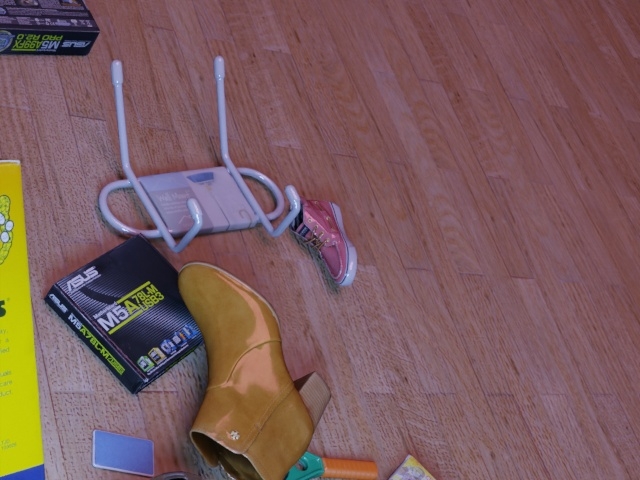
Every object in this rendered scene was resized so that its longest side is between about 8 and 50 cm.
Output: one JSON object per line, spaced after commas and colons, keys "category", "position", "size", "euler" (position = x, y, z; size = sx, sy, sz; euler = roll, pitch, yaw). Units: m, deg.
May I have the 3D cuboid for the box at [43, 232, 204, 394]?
{"category": "box", "position": [-0.254, 0.097, 1.684], "size": [0.184, 0.045, 0.190], "euler": [48, 39, 6]}

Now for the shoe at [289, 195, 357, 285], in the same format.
{"category": "shoe", "position": [0.000, 0.000, 1.966], "size": [0.081, 0.063, 0.178], "euler": [12, 41, -27]}

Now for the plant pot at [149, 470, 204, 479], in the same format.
{"category": "plant pot", "position": [-0.186, 0.357, 1.391], "size": [0.167, 0.165, 0.167], "euler": [21, 42, -20]}

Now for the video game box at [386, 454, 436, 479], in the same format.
{"category": "video game box", "position": [0.145, 0.424, 1.679], "size": [0.205, 0.048, 0.187], "euler": [45, 41, 7]}

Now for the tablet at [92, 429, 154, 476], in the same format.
{"category": "tablet", "position": [-0.251, 0.271, 1.549], "size": [0.083, 0.006, 0.054], "euler": [17, 44, -26]}

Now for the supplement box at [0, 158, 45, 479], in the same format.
{"category": "supplement box", "position": [-0.434, 0.094, 1.281], "size": [0.195, 0.194, 0.357], "euler": [-11, 103, -43]}

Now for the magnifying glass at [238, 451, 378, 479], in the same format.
{"category": "magnifying glass", "position": [-0.022, 0.312, 1.678], "size": [0.231, 0.026, 0.092], "euler": [9, 47, -29]}

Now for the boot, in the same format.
{"category": "boot", "position": [-0.122, 0.181, 1.612], "size": [0.295, 0.104, 0.211], "euler": [47, 41, -5]}

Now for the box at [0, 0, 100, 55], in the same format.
{"category": "box", "position": [-0.515, -0.394, 1.941], "size": [0.270, 0.060, 0.216], "euler": [-7, 57, -42]}

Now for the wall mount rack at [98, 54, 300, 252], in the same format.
{"category": "wall mount rack", "position": [-0.192, -0.132, 1.885], "size": [0.350, 0.130, 0.304], "euler": [-10, 59, -44]}
